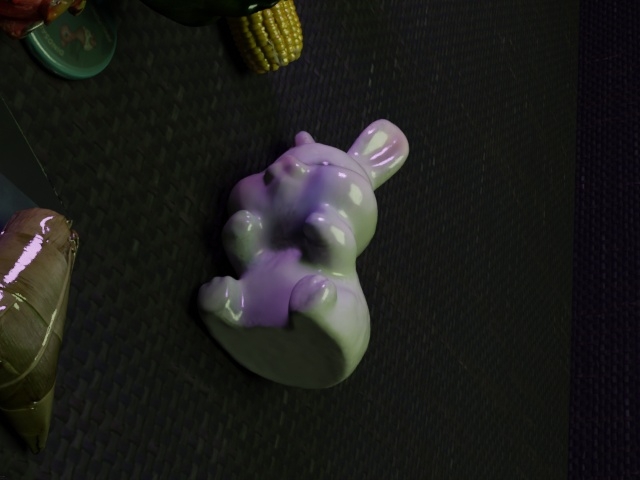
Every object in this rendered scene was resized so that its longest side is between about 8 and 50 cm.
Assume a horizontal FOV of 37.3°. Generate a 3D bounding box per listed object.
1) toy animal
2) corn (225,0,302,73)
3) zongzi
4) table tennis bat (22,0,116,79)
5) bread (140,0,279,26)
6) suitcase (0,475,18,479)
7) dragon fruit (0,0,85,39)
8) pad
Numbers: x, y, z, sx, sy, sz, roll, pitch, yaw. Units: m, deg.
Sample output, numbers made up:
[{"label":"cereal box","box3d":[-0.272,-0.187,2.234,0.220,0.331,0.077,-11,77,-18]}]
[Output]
[{"label":"toy animal","box3d":[-0.004,-0.002,1.202,0.241,0.196,0.367,51,42,-54]},{"label":"corn","box3d":[-0.094,-0.338,1.219,0.093,0.093,0.244,-52,127,-53]},{"label":"zongzi","box3d":[-0.251,0.077,0.846,0.160,0.078,0.176,-62,145,-37]},{"label":"table tennis bat","box3d":[-0.245,-0.249,0.986,0.124,0.033,0.201,59,40,-30]},{"label":"bread","box3d":[-0.117,-0.401,0.972,0.208,0.251,0.376,50,26,-43]},{"label":"suitcase","box3d":[-0.169,0.342,0.802,0.128,0.202,0.312,-55,132,-38]},{"label":"dragon fruit","box3d":[-0.279,-0.248,0.828,0.208,0.133,0.150,-37,159,-45]},{"label":"pad","box3d":[-0.321,-0.081,0.831,0.243,0.004,0.163,67,32,-27]}]
